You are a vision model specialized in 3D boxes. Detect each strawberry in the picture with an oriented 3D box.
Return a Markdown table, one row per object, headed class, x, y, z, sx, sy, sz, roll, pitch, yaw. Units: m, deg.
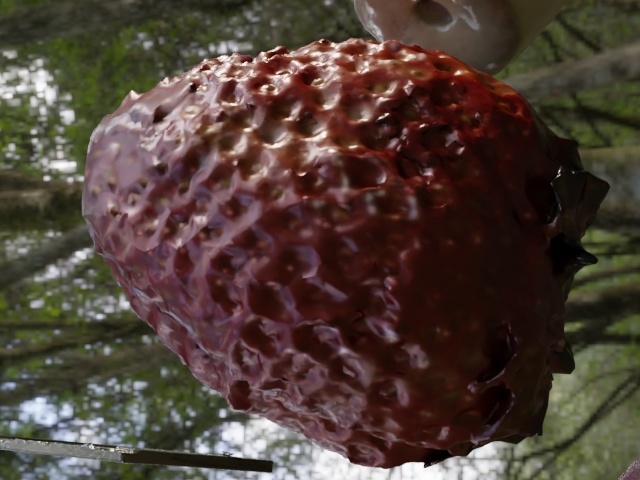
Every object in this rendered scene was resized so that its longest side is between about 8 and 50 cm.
| class | x | y | z | sx | sy | sz | roll | pitch | yaw |
| --- | --- | --- | --- | --- | --- | --- | --- | --- | --- |
| strawberry | 0.000 | 0.000 | 0.701 | 0.250 | 0.288 | 0.238 | 121 | 166 | -59 |

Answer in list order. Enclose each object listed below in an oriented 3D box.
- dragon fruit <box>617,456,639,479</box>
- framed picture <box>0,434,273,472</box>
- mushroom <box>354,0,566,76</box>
| class | x | y | z | sx | sy | sz | roll | pitch | yaw |
| --- | --- | --- | --- | --- | --- | --- | --- | --- | --- |
| dragon fruit | 0.377 | 0.308 | 1.284 | 0.100 | 0.343 | 0.282 | 15 | -140 | -20 |
| framed picture | -0.218 | 0.229 | 1.309 | 0.209 | 0.281 | 0.019 | 14 | -104 | -44 |
| mushroom | 0.164 | -0.310 | 0.817 | 0.353 | 0.325 | 0.353 | 18 | -130 | -23 |
